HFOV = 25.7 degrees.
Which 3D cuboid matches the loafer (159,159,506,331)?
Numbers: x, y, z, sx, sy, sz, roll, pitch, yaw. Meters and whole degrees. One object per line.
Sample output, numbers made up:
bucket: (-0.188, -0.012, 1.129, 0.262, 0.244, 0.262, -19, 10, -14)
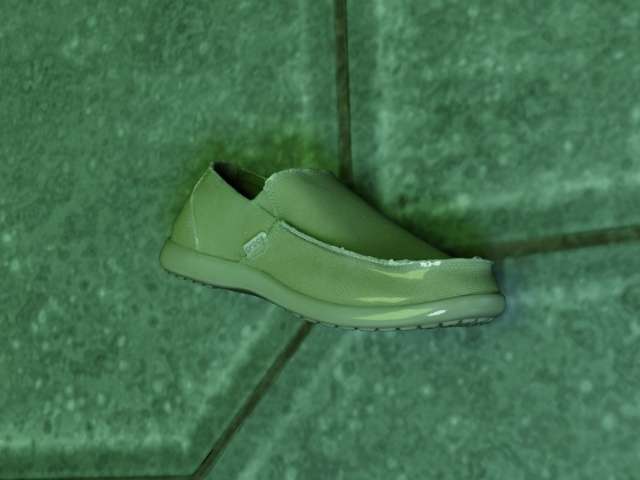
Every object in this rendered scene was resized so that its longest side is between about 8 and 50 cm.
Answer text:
loafer: (0.000, 0.000, 0.907, 0.268, 0.102, 0.092, 11, 96, 37)
